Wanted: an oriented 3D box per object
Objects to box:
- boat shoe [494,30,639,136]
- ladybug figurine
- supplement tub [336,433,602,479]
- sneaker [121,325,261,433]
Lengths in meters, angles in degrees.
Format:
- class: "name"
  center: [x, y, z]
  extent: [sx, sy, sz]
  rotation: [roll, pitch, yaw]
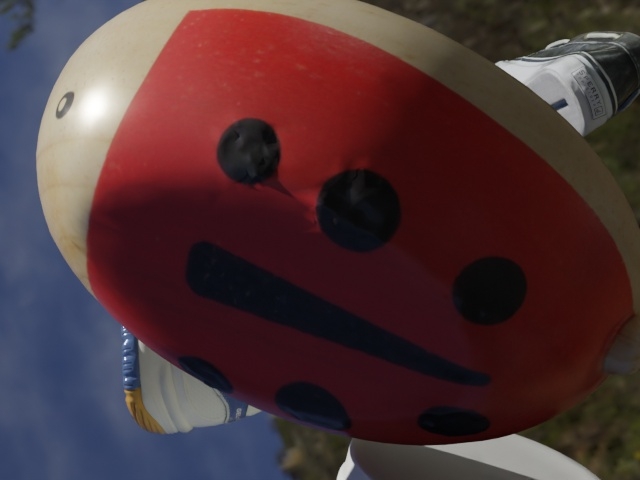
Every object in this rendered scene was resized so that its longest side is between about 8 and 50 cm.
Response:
- class: "boat shoe"
  center: [0.267, -0.155, 2.058]
  extent: [0.121, 0.119, 0.335]
  rotation: [66, 168, -8]
- class: "ladybug figurine"
  center: [0.000, 0.000, 1.267]
  extent: [0.162, 0.449, 0.305]
  rotation: [-48, -28, -55]
- class: "supplement tub"
  center: [0.081, 0.316, 1.400]
  extent: [0.235, 0.235, 0.325]
  rotation: [-22, -52, -63]
- class: "sneaker"
  center: [-0.098, 0.009, 1.571]
  extent: [0.112, 0.131, 0.296]
  rotation: [69, -164, -79]
